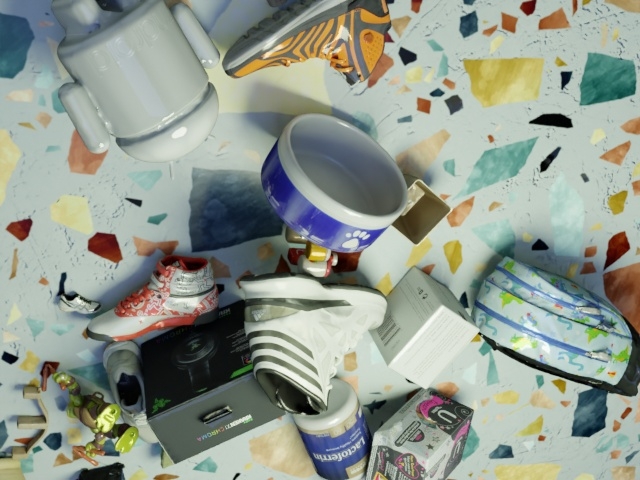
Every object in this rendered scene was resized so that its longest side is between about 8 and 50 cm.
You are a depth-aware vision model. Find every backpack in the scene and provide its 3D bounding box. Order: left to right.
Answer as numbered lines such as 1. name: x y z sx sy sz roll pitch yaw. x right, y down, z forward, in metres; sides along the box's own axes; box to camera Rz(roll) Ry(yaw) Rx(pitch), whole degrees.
1. backpack: -0.481 0.565 1.855 0.105 0.114 0.084 -8 118 -11
2. backpack: 0.505 0.183 1.850 0.356 0.290 0.273 6 106 -10

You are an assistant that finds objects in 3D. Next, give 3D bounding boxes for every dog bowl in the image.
1. dog bowl: 0.026 -0.109 1.557 0.265 0.264 0.104 21 130 -23

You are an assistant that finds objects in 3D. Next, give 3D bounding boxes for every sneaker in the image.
1. sneaker: -0.482 0.125 1.682 0.083 0.032 0.036 6 114 -18
2. sneaker: -0.392 0.344 1.764 0.099 0.121 0.262 -19 120 -5
3. sneaker: -0.341 0.108 1.680 0.270 0.090 0.144 -9 117 -14
4. sneaker: -0.009 -0.340 1.520 0.321 0.124 0.180 -29 118 1
5. sneaker: -0.009 0.212 1.645 0.448 0.169 0.257 15 72 -57

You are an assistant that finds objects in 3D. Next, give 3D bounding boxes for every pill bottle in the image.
1. pill bottle: 0.042 0.459 1.917 0.153 0.153 0.264 -22 120 -3

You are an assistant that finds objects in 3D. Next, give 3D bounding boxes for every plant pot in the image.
1. plant pot: 0.184 -0.074 1.719 0.109 0.096 0.109 38 102 -26

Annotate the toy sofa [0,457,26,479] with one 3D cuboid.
1. toy sofa: -0.776 0.623 1.808 0.150 0.177 0.362 11 115 -46

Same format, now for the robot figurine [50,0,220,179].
1. robot figurine: -0.306 -0.279 1.429 0.300 0.200 0.353 -43 122 -21

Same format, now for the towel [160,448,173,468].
1. towel: -0.306 0.435 1.863 0.110 0.027 0.148 -14 126 -43

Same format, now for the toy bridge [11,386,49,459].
1. toy bridge: -0.611 0.387 1.778 0.063 0.026 0.188 6 117 -27

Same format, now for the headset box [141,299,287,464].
1. headset box: -0.221 0.283 1.686 0.247 0.283 0.131 -23 120 -1

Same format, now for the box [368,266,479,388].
1. box: 0.215 0.186 1.809 0.119 0.181 0.182 33 103 -27

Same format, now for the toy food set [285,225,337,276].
1. toy food set: 0.000 0.000 1.628 0.105 0.232 0.111 4 111 -17

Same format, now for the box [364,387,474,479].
1. box: 0.228 0.471 1.906 0.247 0.142 0.163 -28 133 -53

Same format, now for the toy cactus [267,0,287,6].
1. toy cactus: -0.092 -0.491 1.447 0.219 0.112 0.180 -28 130 -10

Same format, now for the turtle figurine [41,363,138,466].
1. turtle figurine: -0.465 0.373 1.738 0.087 0.217 0.269 -32 116 -37
